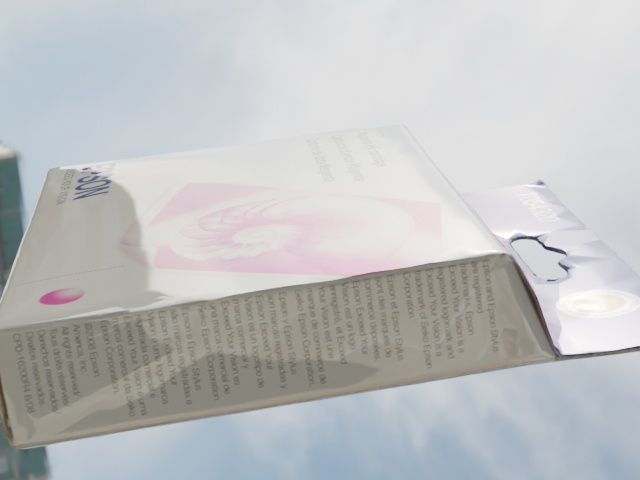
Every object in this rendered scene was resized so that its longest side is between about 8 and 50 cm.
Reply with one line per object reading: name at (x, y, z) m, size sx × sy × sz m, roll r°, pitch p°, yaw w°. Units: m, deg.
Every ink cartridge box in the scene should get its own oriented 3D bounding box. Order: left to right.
ink cartridge box at (0.000, 0.000, 0.800) m, size 0.324 × 0.330 × 0.071 m, roll -112°, pitch -167°, yaw -74°
